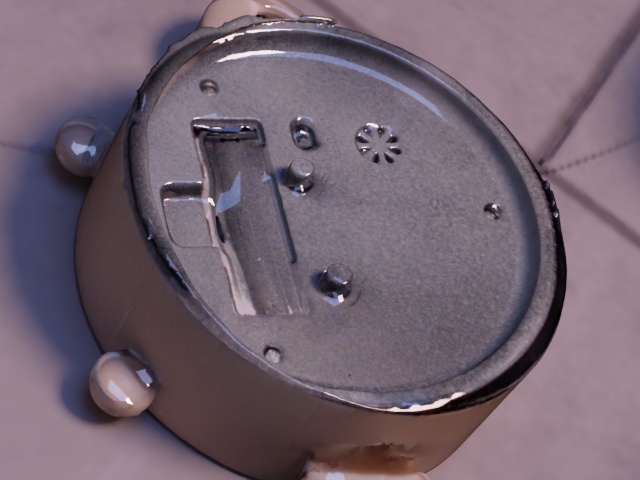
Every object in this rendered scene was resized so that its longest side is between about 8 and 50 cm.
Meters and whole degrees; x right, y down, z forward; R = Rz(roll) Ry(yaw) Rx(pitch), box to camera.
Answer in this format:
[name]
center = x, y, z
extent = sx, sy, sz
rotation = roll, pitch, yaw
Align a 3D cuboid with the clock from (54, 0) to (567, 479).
[clock]
center = 0.000, 0.000, 0.573
extent = 0.155, 0.063, 0.229
rotation = 7, 51, -26
